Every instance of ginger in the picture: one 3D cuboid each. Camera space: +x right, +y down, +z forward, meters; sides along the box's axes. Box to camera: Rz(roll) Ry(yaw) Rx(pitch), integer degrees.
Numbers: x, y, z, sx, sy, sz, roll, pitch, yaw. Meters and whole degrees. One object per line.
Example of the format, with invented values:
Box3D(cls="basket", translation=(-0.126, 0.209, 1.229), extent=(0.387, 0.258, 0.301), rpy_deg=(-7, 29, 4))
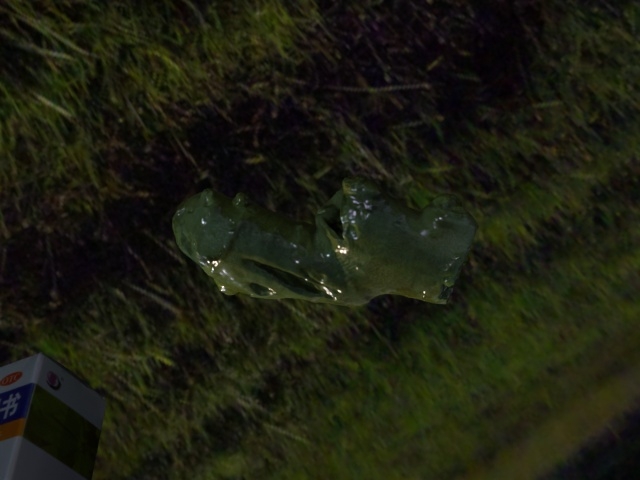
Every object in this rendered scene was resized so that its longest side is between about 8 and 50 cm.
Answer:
Box3D(cls="ginger", translation=(0.005, 0.000, 0.827), extent=(0.290, 0.089, 0.137), rpy_deg=(-2, 138, 12))

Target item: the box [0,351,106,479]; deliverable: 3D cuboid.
Box3D(cls="box", translation=(-0.324, 0.272, 0.776), extent=(0.200, 0.299, 0.106), rpy_deg=(-20, 133, 20))
